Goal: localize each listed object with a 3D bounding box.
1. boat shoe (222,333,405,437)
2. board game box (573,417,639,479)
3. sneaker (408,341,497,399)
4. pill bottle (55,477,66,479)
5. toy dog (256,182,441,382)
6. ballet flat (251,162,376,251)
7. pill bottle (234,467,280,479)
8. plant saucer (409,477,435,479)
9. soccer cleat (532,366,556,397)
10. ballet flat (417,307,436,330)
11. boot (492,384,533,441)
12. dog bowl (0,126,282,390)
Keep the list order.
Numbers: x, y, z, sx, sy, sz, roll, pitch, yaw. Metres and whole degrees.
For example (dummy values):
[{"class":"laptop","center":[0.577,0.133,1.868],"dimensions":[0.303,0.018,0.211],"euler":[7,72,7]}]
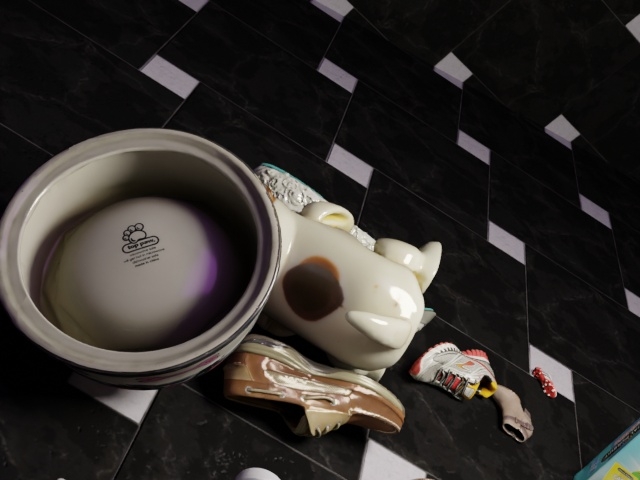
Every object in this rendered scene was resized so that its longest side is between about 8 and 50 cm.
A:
[{"class":"boat shoe","center":[-0.019,0.264,1.560],"dimensions":[0.324,0.122,0.120],"euler":[24,62,-16]},{"class":"board game box","center":[0.677,0.444,1.785],"dimensions":[0.254,0.336,0.079],"euler":[39,30,5]},{"class":"sneaker","center":[0.268,0.261,1.873],"dimensions":[0.225,0.088,0.092],"euler":[10,40,-38]},{"class":"pill bottle","center":[-0.265,0.372,1.130],"dimensions":[0.180,0.108,0.108],"euler":[33,29,-5]},{"class":"toy dog","center":[-0.038,0.072,1.641],"dimensions":[0.408,0.284,0.395],"euler":[27,18,0]},{"class":"ballet flat","center":[0.000,0.000,1.933],"dimensions":[0.409,0.147,0.147],"euler":[35,29,-3]},{"class":"pill bottle","center":[-0.102,0.394,1.275],"dimensions":[0.103,0.103,0.184],"euler":[32,30,-7]},{"class":"plant saucer","center":[0.185,0.462,1.536],"dimensions":[0.168,0.029,0.168],"euler":[17,37,-14]},{"class":"soccer cleat","center":[0.500,0.312,2.105],"dimensions":[0.035,0.029,0.083],"euler":[6,36,-36]},{"class":"ballet flat","center":[0.152,0.170,1.921],"dimensions":[0.213,0.072,0.068],"euler":[7,68,-40]},{"class":"boot","center":[0.379,0.347,1.913],"dimensions":[0.118,0.042,0.087],"euler":[38,32,4]},{"class":"dog bowl","center":[-0.260,0.038,1.409],"dimensions":[0.408,0.150,0.408],"euler":[1,59,-1]}]
